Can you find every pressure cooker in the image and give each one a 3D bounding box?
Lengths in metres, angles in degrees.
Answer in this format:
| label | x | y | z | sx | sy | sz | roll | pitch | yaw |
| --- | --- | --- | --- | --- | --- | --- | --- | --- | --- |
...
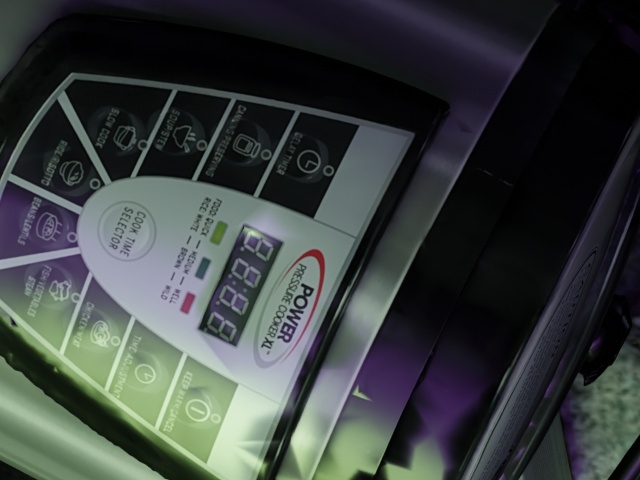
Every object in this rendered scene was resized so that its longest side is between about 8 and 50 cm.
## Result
| label | x | y | z | sx | sy | sz | roll | pitch | yaw |
| --- | --- | --- | --- | --- | --- | --- | --- | --- | --- |
| pressure cooker | 0.002 | -0.003 | 0.944 | 0.420 | 0.375 | 0.370 | 27 | 147 | 8 |

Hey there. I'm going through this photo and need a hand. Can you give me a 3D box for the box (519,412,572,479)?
| label | x | y | z | sx | sy | sz | roll | pitch | yaw |
| --- | --- | --- | --- | --- | --- | --- | --- | --- | --- |
| box | 0.100 | 0.144 | 1.155 | 0.101 | 0.087 | 0.102 | -1 | 119 | 26 |
